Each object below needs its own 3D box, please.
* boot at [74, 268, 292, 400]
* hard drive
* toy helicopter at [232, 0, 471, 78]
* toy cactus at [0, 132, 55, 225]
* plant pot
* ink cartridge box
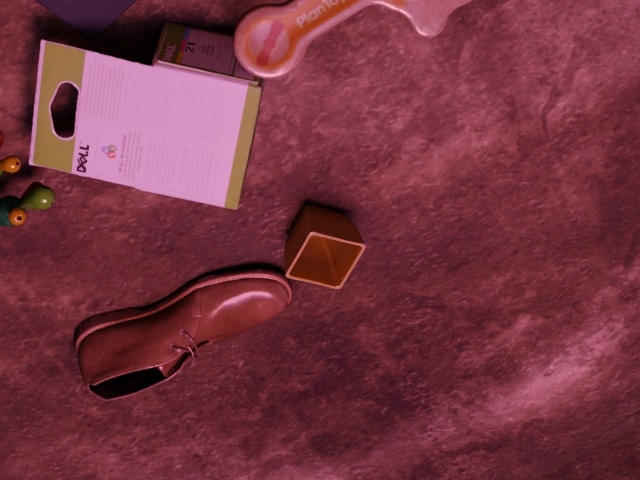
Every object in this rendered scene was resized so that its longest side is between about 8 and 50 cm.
[{"bbox_3d":[-0.176,0.132,2.145,0.305,0.115,0.112,-20,131,3],"label":"boot"},{"bbox_3d":[-0.275,-0.292,1.800,0.094,0.022,0.135,-38,128,20],"label":"hard drive"},{"bbox_3d":[0.047,-0.312,1.775,0.355,0.140,0.235,-34,108,2],"label":"toy helicopter"},{"bbox_3d":[-0.432,-0.043,1.953,0.219,0.112,0.180,-9,152,-9],"label":"toy cactus"},{"bbox_3d":[0.000,0.000,2.088,0.081,0.083,0.081,14,127,-23],"label":"plant pot"},{"bbox_3d":[-0.201,-0.159,1.893,0.255,0.097,0.189,13,130,-2],"label":"ink cartridge box"}]
